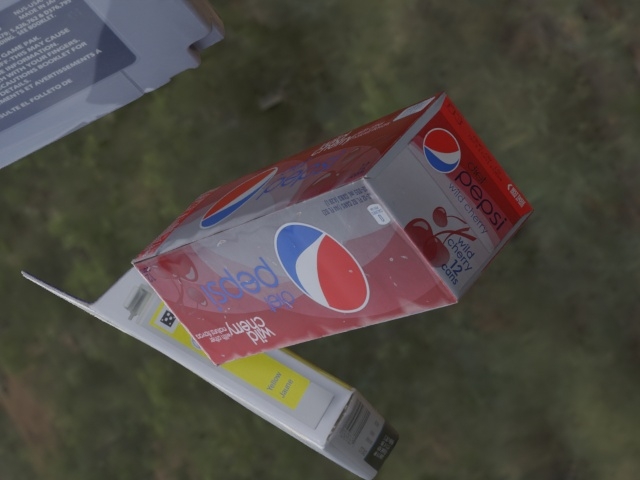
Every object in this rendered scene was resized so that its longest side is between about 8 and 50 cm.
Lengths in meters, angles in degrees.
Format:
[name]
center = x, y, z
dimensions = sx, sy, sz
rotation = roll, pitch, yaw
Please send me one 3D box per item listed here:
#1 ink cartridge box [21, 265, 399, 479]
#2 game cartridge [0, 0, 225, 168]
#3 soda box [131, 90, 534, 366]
[ink cartridge box]
center = -0.087, 0.106, 1.643
dimensions = 0.307, 0.072, 0.303
rotation = 32, 175, 14
[game cartridge]
center = -0.225, -0.109, 1.062
dimensions = 0.198, 0.297, 0.062
rotation = 50, -163, -54
[soda box]
center = 0.000, 0.000, 1.067
dimensions = 0.092, 0.083, 0.263
rotation = 52, 147, -14
